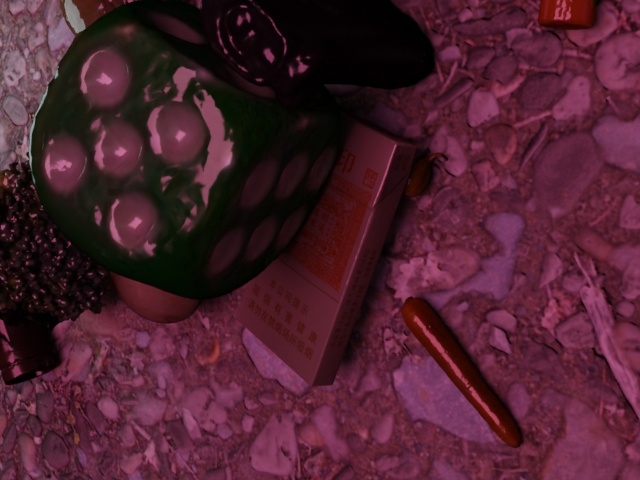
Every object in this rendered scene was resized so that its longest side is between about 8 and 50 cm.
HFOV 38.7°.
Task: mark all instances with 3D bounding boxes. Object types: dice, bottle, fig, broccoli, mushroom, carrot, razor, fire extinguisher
[{"bbox_3d":[-0.167,-0.120,1.183,0.300,0.297,0.287,39,113,18],"label":"dice"},{"bbox_3d":[0.304,-0.349,1.088,0.069,0.069,0.187,9,100,32],"label":"bottle"},{"bbox_3d":[0.135,-0.093,1.236,0.083,0.050,0.050,-37,75,18],"label":"fig"},{"bbox_3d":[-0.492,-0.035,1.514,0.281,0.293,0.347,22,101,57],"label":"broccoli"},{"bbox_3d":[-0.243,0.018,1.418,0.226,0.178,0.226,30,125,56],"label":"mushroom"},{"bbox_3d":[0.190,0.176,1.230,0.043,0.043,0.248,-46,73,27],"label":"carrot"},{"bbox_3d":[0.008,-0.260,1.134,0.189,0.327,0.107,46,122,17],"label":"razor"},{"bbox_3d":[-0.596,0.092,1.674,0.105,0.141,0.341,-23,82,1],"label":"fire extinguisher"}]

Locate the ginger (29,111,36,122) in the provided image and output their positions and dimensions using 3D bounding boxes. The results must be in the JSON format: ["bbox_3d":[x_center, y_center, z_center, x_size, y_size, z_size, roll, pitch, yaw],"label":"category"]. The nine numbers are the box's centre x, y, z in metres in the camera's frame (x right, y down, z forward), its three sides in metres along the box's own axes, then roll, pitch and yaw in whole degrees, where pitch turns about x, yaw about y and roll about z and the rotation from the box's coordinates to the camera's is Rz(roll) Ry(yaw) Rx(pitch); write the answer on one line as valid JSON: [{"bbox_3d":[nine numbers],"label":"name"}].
[{"bbox_3d":[-0.489,-0.164,1.630,0.057,0.044,0.137,-2,92,51],"label":"ginger"}]

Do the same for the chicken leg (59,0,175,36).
[{"bbox_3d":[-0.256,-0.299,1.422,0.429,0.153,0.201,46,129,13],"label":"chicken leg"}]

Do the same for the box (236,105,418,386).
[{"bbox_3d":[0.000,0.000,1.297,0.205,0.051,0.365,35,113,44],"label":"box"}]
